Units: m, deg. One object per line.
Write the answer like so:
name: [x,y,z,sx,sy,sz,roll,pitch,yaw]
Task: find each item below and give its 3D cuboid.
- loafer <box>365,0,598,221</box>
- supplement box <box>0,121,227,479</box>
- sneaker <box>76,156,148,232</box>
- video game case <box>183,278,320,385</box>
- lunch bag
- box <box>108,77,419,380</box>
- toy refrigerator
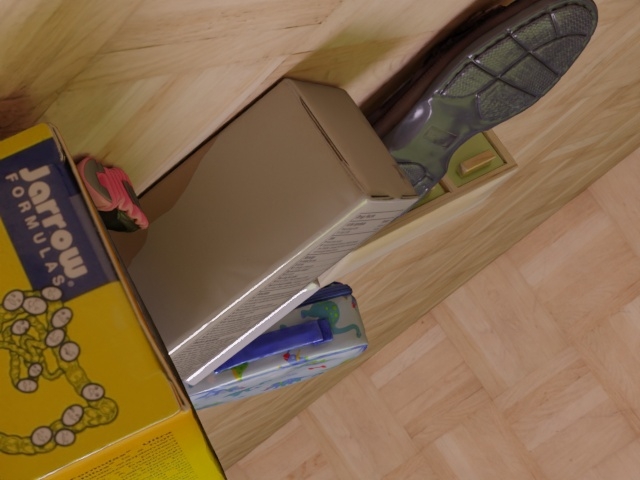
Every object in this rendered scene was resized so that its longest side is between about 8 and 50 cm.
loafer: [0.116,-0.141,1.344,0.302,0.095,0.109,-43,138,20]
supplement box: [-0.196,0.101,0.967,0.195,0.194,0.356,-26,164,-7]
sneaker: [-0.165,-0.025,1.052,0.057,0.047,0.119,-30,163,7]
video game case: [-0.081,0.035,1.345,0.157,0.143,0.019,-38,136,18]
lunch bag: [-0.062,0.113,1.561,0.219,0.090,0.176,-17,173,-8]
box: [-0.085,0.009,1.222,0.311,0.121,0.148,-38,169,16]
toy refrigerator: [0.075,-0.055,1.508,0.269,0.102,0.094,-25,166,-40]
